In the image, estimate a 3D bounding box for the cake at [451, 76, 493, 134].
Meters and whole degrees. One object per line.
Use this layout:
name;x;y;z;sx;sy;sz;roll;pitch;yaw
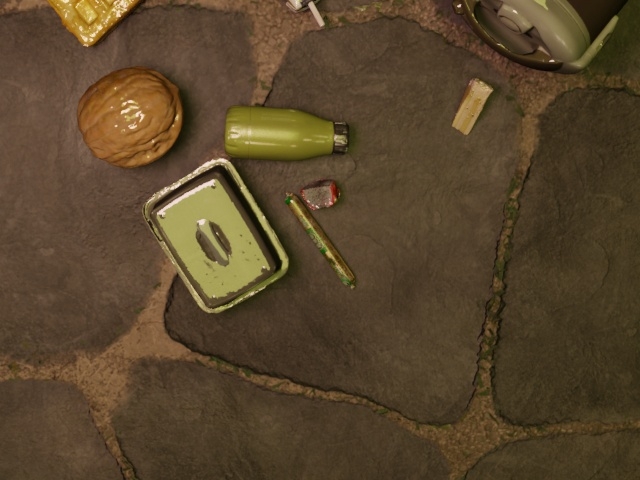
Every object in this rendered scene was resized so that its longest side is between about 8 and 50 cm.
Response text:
cake;0.332;-0.295;1.441;0.052;0.065;0.121;21;104;-6

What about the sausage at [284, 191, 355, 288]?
sausage;0.000;0.000;1.470;0.032;0.033;0.269;-35;101;1

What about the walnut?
walnut;-0.374;-0.251;1.308;0.213;0.213;0.214;-1;100;-5

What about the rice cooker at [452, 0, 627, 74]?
rice cooker;0.440;-0.509;1.277;0.335;0.335;0.325;36;94;-10

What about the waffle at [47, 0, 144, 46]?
waffle;-0.429;-0.540;1.323;0.274;0.057;0.168;-41;101;3

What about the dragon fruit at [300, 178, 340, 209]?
dragon fruit;0.005;-0.102;1.442;0.083;0.060;0.056;-12;109;24

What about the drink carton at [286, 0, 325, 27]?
drink carton;-0.045;-0.531;1.352;0.084;0.074;0.200;-30;102;1

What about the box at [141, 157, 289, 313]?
box;-0.219;-0.007;1.380;0.220;0.166;0.291;-31;100;1

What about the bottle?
bottle;-0.070;-0.223;1.384;0.260;0.112;0.112;3;99;-6
